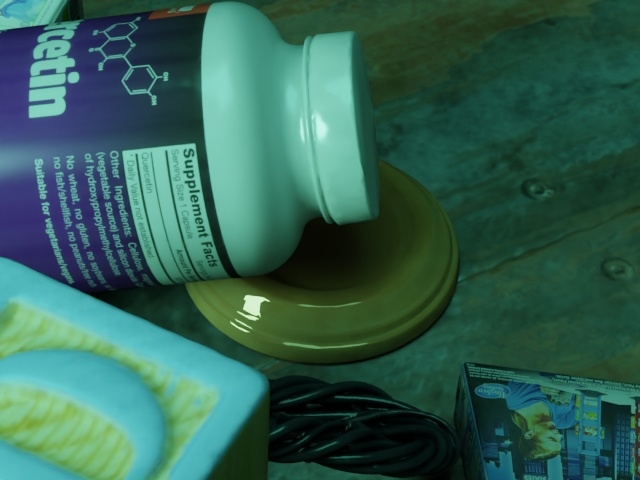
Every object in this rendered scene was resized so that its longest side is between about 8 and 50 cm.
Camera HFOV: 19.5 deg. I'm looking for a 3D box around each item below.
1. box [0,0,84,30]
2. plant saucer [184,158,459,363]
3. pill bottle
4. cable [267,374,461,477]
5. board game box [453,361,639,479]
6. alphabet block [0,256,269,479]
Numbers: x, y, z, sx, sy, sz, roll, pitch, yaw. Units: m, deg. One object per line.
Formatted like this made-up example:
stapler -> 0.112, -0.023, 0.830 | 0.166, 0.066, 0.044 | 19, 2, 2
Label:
box -> -0.286, -0.146, 1.383 | 0.203, 0.114, 0.103 | 13, 48, 9
plant saucer -> 0.000, 0.000, 1.315 | 0.200, 0.037, 0.200 | 2, 47, -2
pill bottle -> -0.129, -0.058, 1.226 | 0.322, 0.181, 0.181 | -7, 46, 7
cable -> 0.003, 0.113, 1.152 | 0.184, 0.047, 0.150 | 9, 1, -12
board game box -> 0.172, 0.176, 1.141 | 0.194, 0.060, 0.194 | 7, 48, 4
alphabet block -> -0.150, 0.164, 1.040 | 0.192, 0.197, 0.193 | 24, 50, 17
